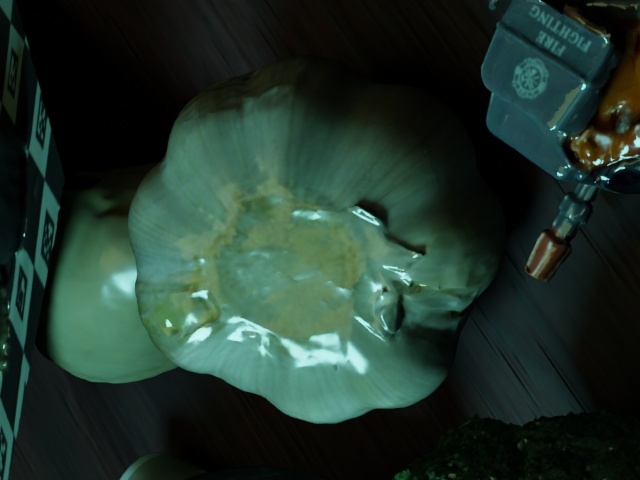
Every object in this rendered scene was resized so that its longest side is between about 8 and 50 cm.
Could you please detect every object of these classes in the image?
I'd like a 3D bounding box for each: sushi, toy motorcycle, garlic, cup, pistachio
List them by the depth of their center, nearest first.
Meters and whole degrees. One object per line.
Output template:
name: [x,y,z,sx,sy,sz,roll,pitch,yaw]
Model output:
toy motorcycle: [0.209,-0.015,0.825,0.326,0.148,0.221,38,106,31]
garlic: [-0.002,-0.004,1.035,0.228,0.152,0.227,2,96,15]
pistachio: [-0.138,0.025,1.221,0.152,0.126,0.223,39,139,-9]
cup: [-0.091,0.208,1.282,0.099,0.102,0.074,23,80,43]
sushi: [-0.272,-0.005,1.290,0.339,0.069,0.320,-113,33,-50]

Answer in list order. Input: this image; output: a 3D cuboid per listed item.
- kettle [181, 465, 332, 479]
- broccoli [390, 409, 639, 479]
kettle: [-0.048,0.256,1.098,0.290,0.207,0.268,-27,124,23]
broccoli: [0.134,0.215,0.881,0.270,0.270,0.270,36,115,35]
